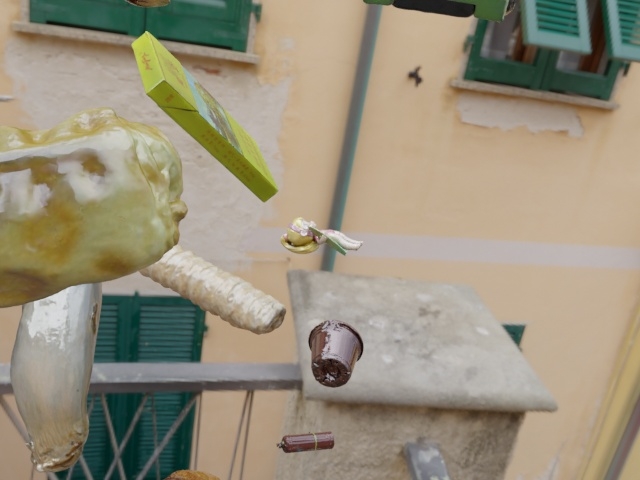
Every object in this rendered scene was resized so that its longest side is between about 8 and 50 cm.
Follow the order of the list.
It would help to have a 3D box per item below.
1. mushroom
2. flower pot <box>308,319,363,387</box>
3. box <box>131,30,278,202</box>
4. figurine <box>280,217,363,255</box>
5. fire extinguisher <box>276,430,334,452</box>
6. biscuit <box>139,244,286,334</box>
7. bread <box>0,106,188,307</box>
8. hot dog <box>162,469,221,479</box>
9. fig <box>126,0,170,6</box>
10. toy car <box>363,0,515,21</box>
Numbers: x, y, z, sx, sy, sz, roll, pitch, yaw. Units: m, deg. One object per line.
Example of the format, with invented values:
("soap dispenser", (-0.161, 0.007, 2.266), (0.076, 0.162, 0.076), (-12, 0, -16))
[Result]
("mushroom", (-0.422, 0.161, 1.006), (0.126, 0.397, 0.177), (3, -22, -17))
("flower pot", (0.023, 0.219, 1.163), (0.111, 0.111, 0.089), (12, 31, 5))
("box", (-0.210, -0.224, 1.172), (0.335, 0.047, 0.187), (43, 15, -46))
("figurine", (0.000, 0.000, 1.398), (0.187, 0.083, 0.083), (12, 22, 12))
("fire extinguisher", (-0.037, 0.419, 1.299), (0.132, 0.039, 0.056), (3, -16, -25))
("biscuit", (-0.141, 0.052, 0.750), (0.219, 0.055, 0.061), (24, 15, 20))
("bread", (-0.241, -0.022, 0.501), (0.267, 0.152, 0.130), (-14, -18, -10))
("hot dog", (-0.112, 0.301, 0.537), (0.099, 0.161, 0.227), (0, 21, -4))
("fig", (-0.280, -0.408, 0.880), (0.175, 0.207, 0.175), (3, 42, -3))
("toy car", (0.172, -0.424, 0.830), (0.213, 0.176, 0.359), (12, 66, 8))
